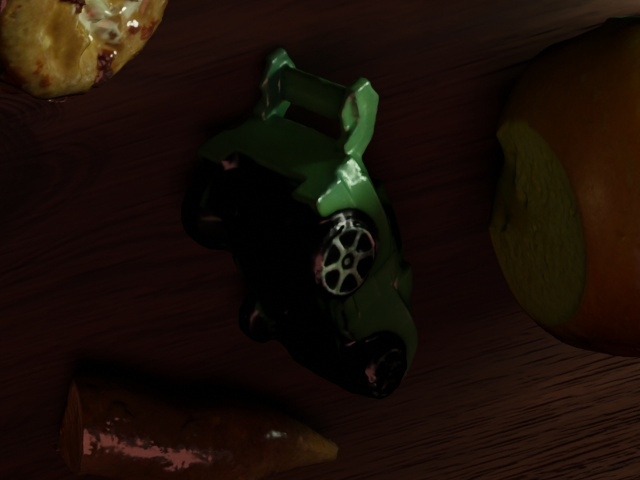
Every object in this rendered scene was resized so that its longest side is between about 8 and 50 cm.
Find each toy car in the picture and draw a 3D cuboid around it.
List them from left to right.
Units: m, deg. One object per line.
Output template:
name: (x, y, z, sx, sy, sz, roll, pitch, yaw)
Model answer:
toy car: (0.000, 0.000, 1.568, 0.176, 0.213, 0.358, -44, 132, -23)

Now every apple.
apple: (0.341, -0.067, 1.530, 0.384, 0.374, 0.374, -2, 136, 40)

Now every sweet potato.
sweet potato: (-0.138, 0.240, 1.747, 0.337, 0.131, 0.131, 13, 120, -17)

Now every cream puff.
cream puff: (-0.246, -0.240, 1.360, 0.240, 0.164, 0.240, -44, 155, -27)
